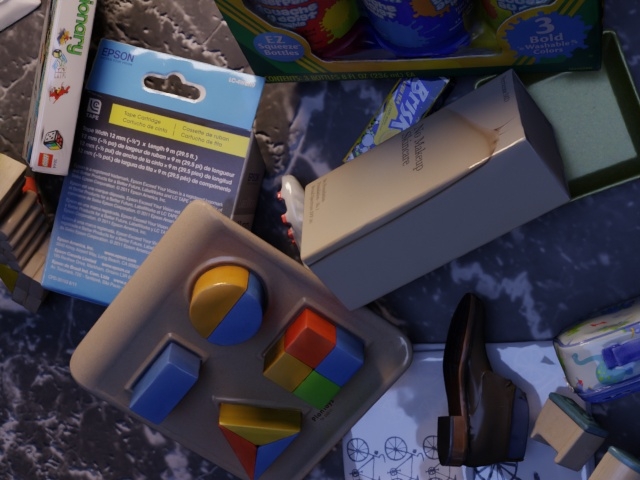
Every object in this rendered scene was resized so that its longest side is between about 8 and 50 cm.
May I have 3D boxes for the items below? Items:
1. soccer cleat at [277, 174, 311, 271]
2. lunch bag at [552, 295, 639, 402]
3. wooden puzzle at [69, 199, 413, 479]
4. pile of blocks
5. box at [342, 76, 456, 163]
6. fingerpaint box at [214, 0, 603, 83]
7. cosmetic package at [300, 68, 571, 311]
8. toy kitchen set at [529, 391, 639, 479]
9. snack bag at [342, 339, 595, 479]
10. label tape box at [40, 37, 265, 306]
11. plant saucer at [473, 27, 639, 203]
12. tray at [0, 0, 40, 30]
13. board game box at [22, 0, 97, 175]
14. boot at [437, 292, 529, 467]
[{"bbox_3d":[0.000,0.000,1.544,0.076,0.068,0.196,-20,88,0],"label":"soccer cleat"},{"bbox_3d":[0.388,0.116,1.369,0.219,0.176,0.090,-22,88,4],"label":"lunch bag"},{"bbox_3d":[-0.107,0.162,1.481,0.348,0.080,0.322,35,114,-12],"label":"wooden puzzle"},{"bbox_3d":[-0.454,-0.064,1.582,0.149,0.112,0.362,4,135,25],"label":"pile of blocks"},{"bbox_3d":[0.104,-0.155,1.510,0.059,0.054,0.169,37,101,12],"label":"box"},{"bbox_3d":[0.093,-0.344,1.325,0.445,0.371,0.163,0,65,15],"label":"fingerpaint box"},{"bbox_3d":[0.133,-0.057,1.402,0.309,0.160,0.113,-30,122,22],"label":"cosmetic package"},{"bbox_3d":[0.395,0.258,1.427,0.122,0.207,0.166,-59,33,10],"label":"toy kitchen set"},{"bbox_3d":[0.195,0.292,1.511,0.343,0.037,0.323,-3,91,15],"label":"snack bag"},{"bbox_3d":[-0.213,-0.073,1.573,0.249,0.115,0.347,15,94,13],"label":"label tape box"},{"bbox_3d":[0.311,-0.145,1.458,0.188,0.045,0.188,-20,87,15],"label":"plant saucer"},{"bbox_3d":[-0.550,-0.346,1.697,0.270,0.030,0.145,-27,84,15],"label":"tray"},{"bbox_3d":[-0.350,-0.247,1.565,0.053,0.193,0.305,9,96,-19],"label":"board game box"},{"bbox_3d":[0.212,0.179,1.464,0.106,0.082,0.219,8,87,-10],"label":"boot"}]
